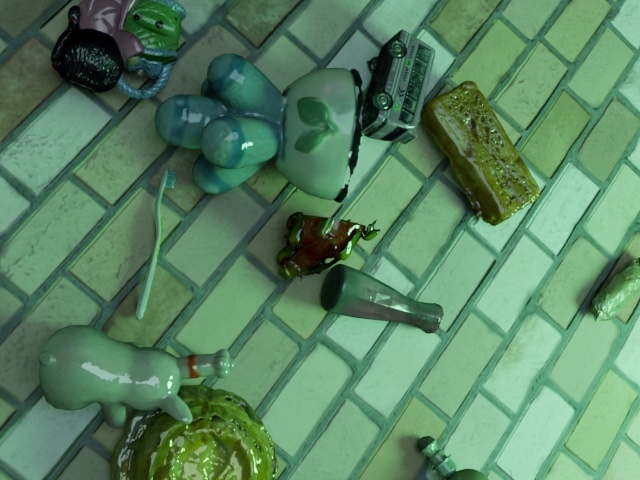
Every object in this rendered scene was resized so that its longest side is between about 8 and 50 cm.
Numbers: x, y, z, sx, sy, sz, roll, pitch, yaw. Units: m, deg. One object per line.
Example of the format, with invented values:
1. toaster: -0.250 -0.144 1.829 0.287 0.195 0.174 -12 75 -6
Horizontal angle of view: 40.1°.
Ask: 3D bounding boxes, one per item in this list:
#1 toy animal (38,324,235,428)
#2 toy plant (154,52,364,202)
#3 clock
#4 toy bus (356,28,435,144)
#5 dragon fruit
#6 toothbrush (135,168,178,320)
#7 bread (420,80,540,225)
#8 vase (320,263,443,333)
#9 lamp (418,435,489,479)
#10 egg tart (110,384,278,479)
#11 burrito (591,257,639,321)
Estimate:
1. toy animal: -0.284 0.212 1.338 0.283 0.138 0.140 13 67 -9
2. toy plant: -0.109 -0.191 1.464 0.332 0.247 0.247 5 77 -12
3. clock: -0.334 -0.332 1.463 0.194 0.100 0.195 21 74 -16
4. toy bus: 0.141 -0.280 1.626 0.108 0.096 0.198 22 69 -19
5. dragon fruit: 0.000 0.000 1.514 0.138 0.142 0.175 24 105 -50
6. toothbrush: -0.278 0.004 1.456 0.026 0.022 0.262 12 75 -5
7. bread: 0.299 -0.163 1.667 0.139 0.077 0.271 -33 90 -19
8. vase: 0.112 0.111 1.545 0.214 0.086 0.086 19 73 -20
9. lamp: 0.228 0.410 1.527 0.091 0.091 0.163 -36 77 -22
10. egg tart: -0.189 0.361 1.375 0.279 0.095 0.278 5 75 -18
11. burrito: 0.598 0.096 1.738 0.188 0.045 0.058 -40 87 -20
